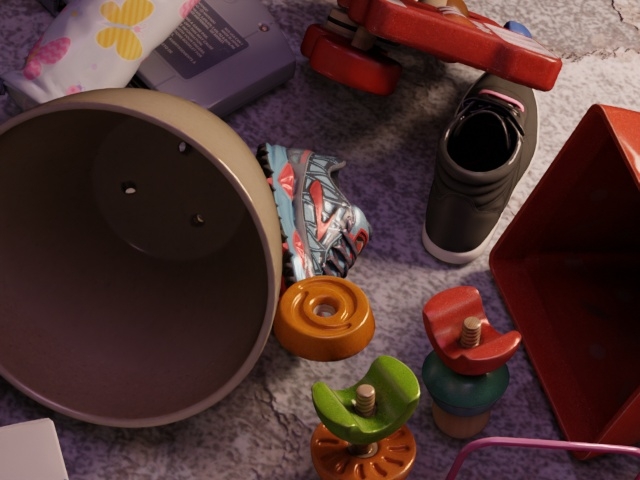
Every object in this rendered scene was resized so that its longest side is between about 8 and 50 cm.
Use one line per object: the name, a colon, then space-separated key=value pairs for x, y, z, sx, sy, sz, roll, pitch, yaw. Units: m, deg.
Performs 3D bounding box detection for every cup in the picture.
cup: x=-0.178 y=-0.017 z=1.845 sx=0.331 sy=0.331 sz=0.237 roll=20 pitch=26 yaw=3

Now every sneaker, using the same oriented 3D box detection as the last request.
sneaker: x=0.194 y=-0.123 z=2.077 sx=0.104 sy=0.147 sz=0.296 roll=20 pitch=51 yaw=5
sneaker: x=0.000 y=0.000 z=1.972 sx=0.125 sy=0.104 sz=0.262 roll=1 pitch=54 yaw=-14

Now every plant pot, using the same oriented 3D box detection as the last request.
plant pot: x=0.370 y=0.039 z=1.936 sx=0.235 sy=0.267 sz=0.267 roll=-3 pitch=54 yaw=-28

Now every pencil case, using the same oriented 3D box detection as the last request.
pencil case: x=-0.227 y=-0.232 z=2.032 sx=0.113 sy=0.124 sz=0.273 roll=43 pitch=82 yaw=-19

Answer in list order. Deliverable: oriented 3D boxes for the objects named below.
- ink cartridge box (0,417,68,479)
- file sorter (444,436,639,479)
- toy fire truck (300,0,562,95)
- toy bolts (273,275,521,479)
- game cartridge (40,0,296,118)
ink cartridge box: x=-0.259 y=0.269 z=1.659 sx=0.082 sy=0.191 sz=0.140 roll=-10 pitch=56 yaw=-17
file sorter: x=0.211 y=0.346 z=1.706 sx=0.202 sy=0.182 sz=0.291 roll=4 pitch=53 yaw=-9
toy fire truck: x=0.126 y=-0.239 z=2.091 sx=0.253 sy=0.169 sz=0.302 roll=19 pitch=11 yaw=-9
toy bolts: x=0.071 y=0.144 z=1.857 sx=0.228 sy=0.158 sz=0.218 roll=-18 pitch=46 yaw=-20
game cartridge: x=-0.175 y=-0.256 z=2.159 sx=0.196 sy=0.060 sz=0.294 roll=-33 pitch=66 yaw=-27
